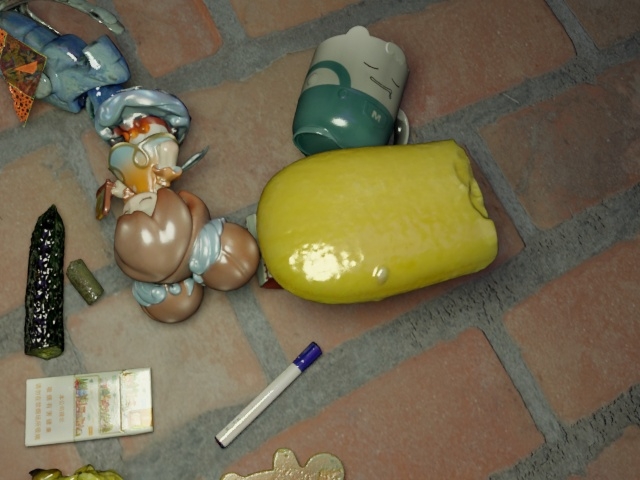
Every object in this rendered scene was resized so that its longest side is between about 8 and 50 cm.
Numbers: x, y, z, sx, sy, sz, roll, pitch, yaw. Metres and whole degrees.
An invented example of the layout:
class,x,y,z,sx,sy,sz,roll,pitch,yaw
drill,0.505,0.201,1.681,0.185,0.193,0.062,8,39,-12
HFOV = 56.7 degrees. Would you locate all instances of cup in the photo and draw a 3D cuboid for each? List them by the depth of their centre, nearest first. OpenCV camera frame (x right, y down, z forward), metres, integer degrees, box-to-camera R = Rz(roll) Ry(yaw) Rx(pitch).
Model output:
class,x,y,z,sx,sy,sz,roll,pitch,yaw
cup,0.084,-0.276,1.306,0.289,0.219,0.258,31,66,-34

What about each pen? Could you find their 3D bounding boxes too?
class,x,y,z,sx,sy,sz,roll,pitch,yaw
pen,-0.100,0.302,1.168,0.269,0.033,0.033,-42,84,-20

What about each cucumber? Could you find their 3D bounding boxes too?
class,x,y,z,sx,sy,sz,roll,pitch,yaw
cucumber,-0.526,0.075,1.139,0.072,0.072,0.301,-2,73,-11

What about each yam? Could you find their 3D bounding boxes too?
class,x,y,z,sx,sy,sz,roll,pitch,yaw
yam,-0.462,0.081,1.163,0.043,0.043,0.094,-38,84,-19

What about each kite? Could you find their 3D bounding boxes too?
class,x,y,z,sx,sy,sz,roll,pitch,yaw
kite,-0.570,-0.336,1.137,0.125,0.008,0.223,-9,110,19

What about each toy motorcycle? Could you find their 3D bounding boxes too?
class,x,y,z,sx,sy,sz,roll,pitch,yaw
toy motorcycle,-0.524,-0.366,1.192,0.318,0.241,0.182,24,63,-4

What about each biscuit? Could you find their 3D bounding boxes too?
class,x,y,z,sx,sy,sz,roll,pitch,yaw
biscuit,-0.064,0.474,1.122,0.234,0.030,0.153,-19,78,-16

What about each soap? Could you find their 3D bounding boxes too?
class,x,y,z,sx,sy,sz,roll,pitch,yaw
soap,0.094,-0.037,1.110,0.426,0.115,0.306,-8,74,-6

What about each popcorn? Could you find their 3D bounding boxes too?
class,x,y,z,sx,sy,sz,roll,pitch,yaw
popcorn,-0.423,0.458,0.986,0.194,0.168,0.174,-1,94,-5

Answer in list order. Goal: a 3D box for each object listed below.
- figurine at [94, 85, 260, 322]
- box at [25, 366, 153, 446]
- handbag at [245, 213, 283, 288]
class,x,y,z,sx,sy,sz,roll,pitch,yaw
figurine,-0.298,-0.062,1.128,0.248,0.276,0.388,19,47,-49
box,-0.427,0.308,1.103,0.220,0.032,0.122,-3,73,-12
handbag,0.000,0.000,1.231,0.297,0.151,0.171,-7,71,-7
